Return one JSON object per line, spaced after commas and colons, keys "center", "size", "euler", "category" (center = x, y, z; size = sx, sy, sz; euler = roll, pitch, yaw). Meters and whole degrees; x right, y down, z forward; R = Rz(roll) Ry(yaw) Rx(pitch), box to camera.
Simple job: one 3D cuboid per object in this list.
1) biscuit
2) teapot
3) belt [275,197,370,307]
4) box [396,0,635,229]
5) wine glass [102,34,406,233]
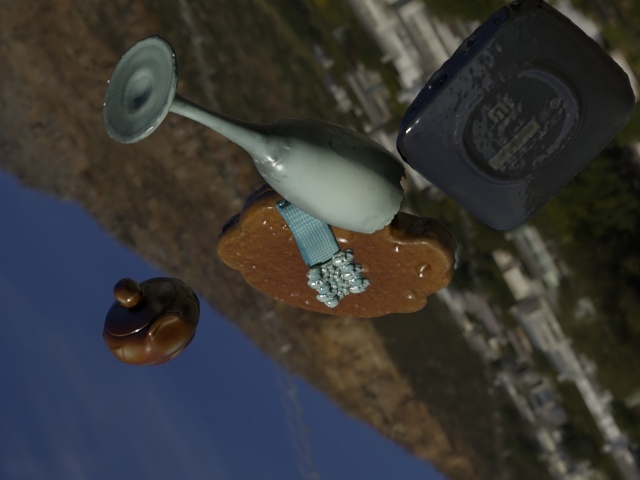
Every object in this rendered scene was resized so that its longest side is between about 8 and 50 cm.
{"center": [0.026, 0.005, 2.341], "size": [0.381, 0.359, 0.074], "euler": [104, 177, -58], "category": "biscuit"}
{"center": [-0.166, 0.070, 1.496], "size": [0.078, 0.098, 0.129], "euler": [55, 170, -25], "category": "teapot"}
{"center": [-0.004, 0.002, 1.771], "size": [0.100, 0.065, 0.179], "euler": [63, -178, 21], "category": "belt"}
{"center": [0.192, -0.116, 1.518], "size": [0.201, 0.212, 0.042], "euler": [34, -157, -30], "category": "box"}
{"center": [-0.054, -0.164, 1.476], "size": [0.309, 0.096, 0.264], "euler": [21, -124, -42], "category": "wine glass"}
